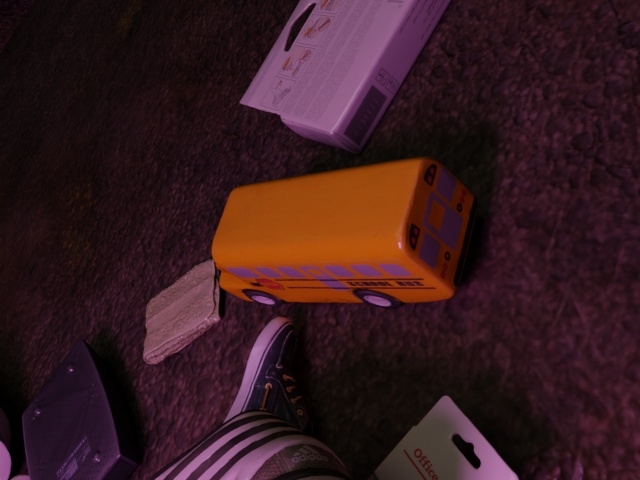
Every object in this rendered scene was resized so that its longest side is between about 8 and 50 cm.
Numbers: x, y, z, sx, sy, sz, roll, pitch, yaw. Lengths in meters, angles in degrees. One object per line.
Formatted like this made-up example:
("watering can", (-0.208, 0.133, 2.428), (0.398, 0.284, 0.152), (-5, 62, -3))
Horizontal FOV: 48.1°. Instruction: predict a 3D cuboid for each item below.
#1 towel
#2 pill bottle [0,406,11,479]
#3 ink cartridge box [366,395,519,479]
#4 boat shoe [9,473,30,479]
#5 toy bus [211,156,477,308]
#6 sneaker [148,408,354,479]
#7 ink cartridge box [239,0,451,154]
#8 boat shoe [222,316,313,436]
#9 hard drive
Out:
("towel", (-0.189, 0.095, 0.974), (0.148, 0.027, 0.110), (-34, 43, 25))
("pill bottle", (-0.603, 0.303, 1.145), (0.319, 0.176, 0.176), (18, 79, 50))
("ink cartridge box", (0.085, 0.227, 0.573), (0.180, 0.060, 0.104), (-51, 39, 8))
("boat shoe", (-0.450, 0.420, 1.004), (0.063, 0.066, 0.184), (-4, 72, 44))
("toy bus", (0.000, 0.000, 0.759), (0.333, 0.130, 0.108), (-4, 62, 45))
("sneaker", (-0.071, 0.352, 0.578), (0.257, 0.169, 0.447), (27, 102, 66))
("ink cartridge box", (0.033, -0.265, 0.962), (0.239, 0.060, 0.275), (28, 87, 52))
("boat shoe", (-0.040, 0.167, 0.752), (0.083, 0.065, 0.183), (8, 55, 20))
("hard drive", (-0.331, 0.269, 0.982), (0.172, 0.054, 0.254), (-52, 39, 6))
